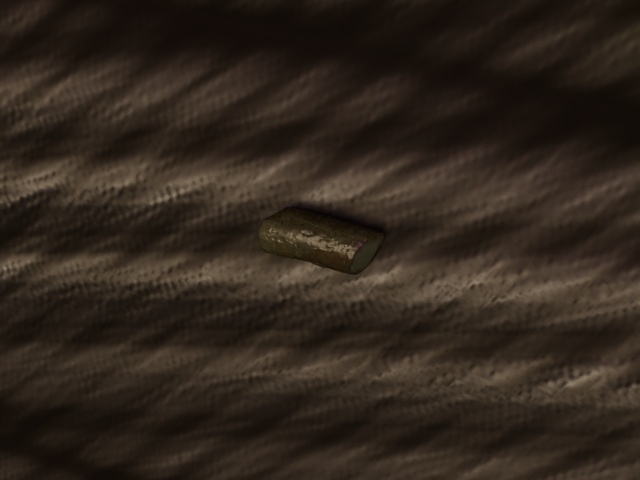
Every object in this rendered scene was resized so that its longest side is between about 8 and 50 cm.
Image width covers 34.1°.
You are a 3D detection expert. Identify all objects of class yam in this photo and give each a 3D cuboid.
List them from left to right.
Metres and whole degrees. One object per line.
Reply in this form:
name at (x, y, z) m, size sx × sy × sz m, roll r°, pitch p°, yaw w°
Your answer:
yam at (0.000, 0.000, 0.830) m, size 0.094 × 0.043 × 0.043 m, roll 17°, pitch 112°, yaw 14°
